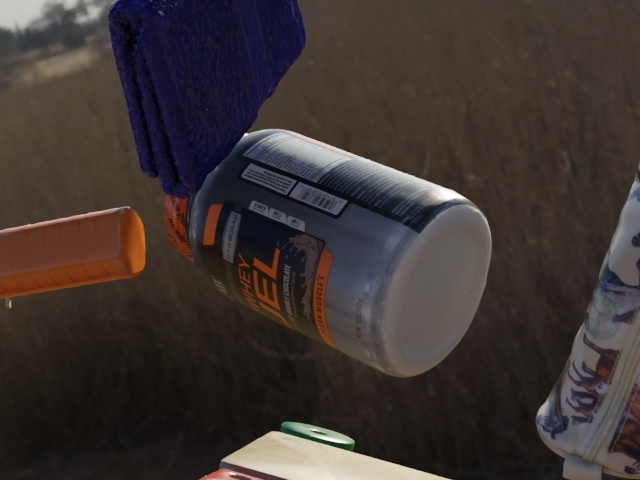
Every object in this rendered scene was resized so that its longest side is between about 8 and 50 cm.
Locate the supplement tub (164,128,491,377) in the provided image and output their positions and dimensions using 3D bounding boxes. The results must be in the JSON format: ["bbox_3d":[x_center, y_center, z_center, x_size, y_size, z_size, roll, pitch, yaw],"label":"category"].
[{"bbox_3d":[0.000,0.000,1.421,0.338,0.207,0.207,23,36,35],"label":"supplement tub"}]

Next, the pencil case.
[{"bbox_3d":[0.364,0.064,1.374,0.160,0.410,0.184,27,22,27],"label":"pencil case"}]

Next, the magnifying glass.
[{"bbox_3d":[-0.181,0.018,0.556,0.231,0.092,0.026,-9,-15,21],"label":"magnifying glass"}]

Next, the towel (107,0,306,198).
[{"bbox_3d":[-0.115,-0.215,1.307,0.076,0.227,0.308,4,39,23],"label":"towel"}]

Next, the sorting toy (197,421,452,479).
[{"bbox_3d":[0.019,0.143,0.649,0.132,0.046,0.274,14,-1,9],"label":"sorting toy"}]

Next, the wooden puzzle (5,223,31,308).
[{"bbox_3d":[-0.306,0.026,1.311,0.014,0.078,0.116,20,23,-21],"label":"wooden puzzle"}]
